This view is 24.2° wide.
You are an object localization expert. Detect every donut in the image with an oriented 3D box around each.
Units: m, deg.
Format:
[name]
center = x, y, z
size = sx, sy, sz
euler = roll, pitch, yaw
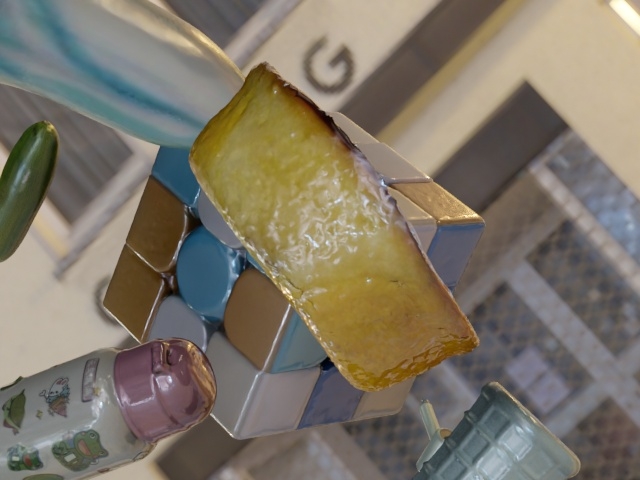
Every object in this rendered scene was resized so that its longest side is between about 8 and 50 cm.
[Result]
[donut]
center = 0.000, 0.000, 1.221
size = 0.110, 0.303, 0.303
euler = -37, -11, -4

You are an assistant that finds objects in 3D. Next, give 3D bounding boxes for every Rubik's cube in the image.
[Rubik's cube]
center = -0.042, 0.035, 2.103
size = 0.347, 0.344, 0.347
euler = -3, -56, -45

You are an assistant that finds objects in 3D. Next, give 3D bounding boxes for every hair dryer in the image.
[hair dryer]
center = 0.145, 0.252, 1.964
size = 0.063, 0.037, 0.124
euler = -61, 26, 26

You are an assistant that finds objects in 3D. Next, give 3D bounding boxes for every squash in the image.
[squash]
center = -0.401, -0.050, 1.959
size = 0.069, 0.069, 0.258
euler = -27, -25, -52

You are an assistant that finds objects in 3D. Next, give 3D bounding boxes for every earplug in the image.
[earplug]
center = -0.215, -0.195, 1.653
size = 0.185, 0.324, 0.185
euler = -55, 17, 26

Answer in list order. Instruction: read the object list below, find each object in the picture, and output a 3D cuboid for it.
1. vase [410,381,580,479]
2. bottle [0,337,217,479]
[vase]
center = 0.094, 0.269, 1.335
size = 0.299, 0.143, 0.143
euler = -46, -11, 1
[bottle]
center = -0.220, 0.170, 1.441
size = 0.253, 0.120, 0.120
euler = -20, -5, 16
